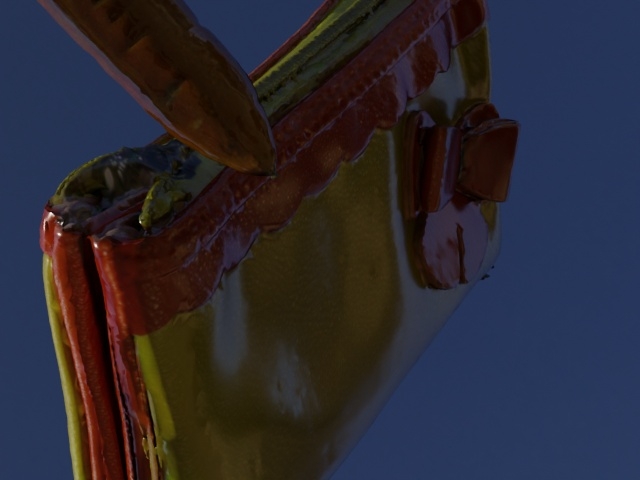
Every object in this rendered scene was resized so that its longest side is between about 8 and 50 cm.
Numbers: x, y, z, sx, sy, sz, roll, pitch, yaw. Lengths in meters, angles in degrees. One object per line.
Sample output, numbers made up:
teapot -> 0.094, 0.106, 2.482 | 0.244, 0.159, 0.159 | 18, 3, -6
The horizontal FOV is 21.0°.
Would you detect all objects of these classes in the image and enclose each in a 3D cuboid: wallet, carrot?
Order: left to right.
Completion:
carrot -> -0.073, -0.086, 0.401 | 0.037, 0.037, 0.190 | -36, -90, -2
wallet -> 0.000, 0.000, 0.552 | 0.241, 0.067, 0.141 | -48, -37, -51
